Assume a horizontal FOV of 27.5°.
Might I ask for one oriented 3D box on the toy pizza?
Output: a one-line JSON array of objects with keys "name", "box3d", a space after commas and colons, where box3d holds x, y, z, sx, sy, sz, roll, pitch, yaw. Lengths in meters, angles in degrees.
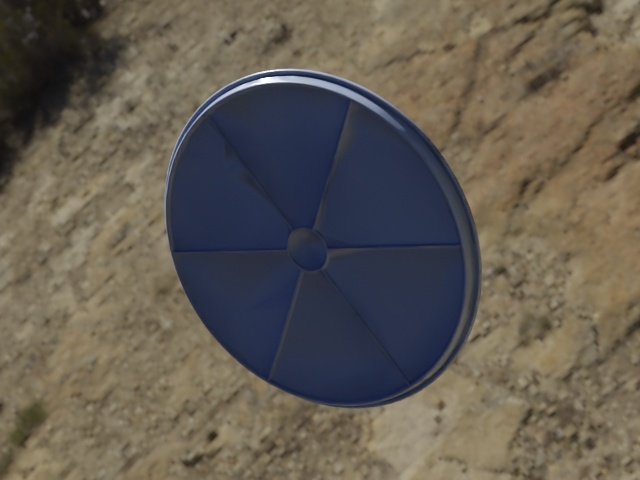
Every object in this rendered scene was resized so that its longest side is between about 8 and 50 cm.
[{"name": "toy pizza", "box3d": [0.000, 0.000, 0.733, 0.201, 0.201, 0.032, -18, 11, 36]}]
